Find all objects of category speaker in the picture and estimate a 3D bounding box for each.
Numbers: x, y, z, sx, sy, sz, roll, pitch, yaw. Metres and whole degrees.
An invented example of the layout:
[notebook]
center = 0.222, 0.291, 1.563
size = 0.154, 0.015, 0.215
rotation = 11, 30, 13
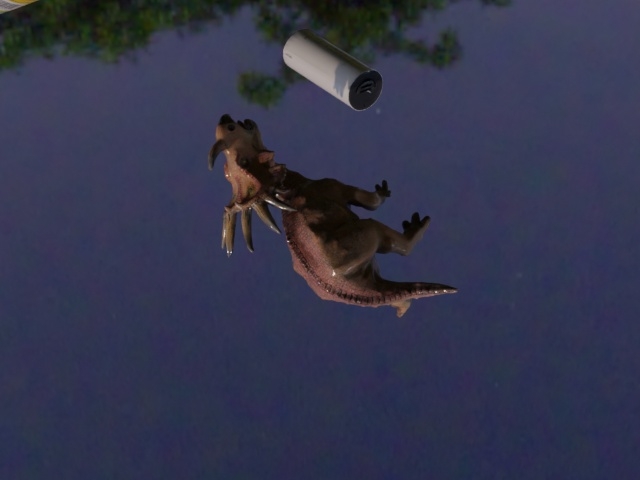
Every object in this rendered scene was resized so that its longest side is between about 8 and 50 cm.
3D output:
[speaker]
center = 0.015, -0.211, 1.469
size = 0.055, 0.055, 0.136
rotation = -29, -135, -26

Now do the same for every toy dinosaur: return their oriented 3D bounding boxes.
[toy dinosaur]
center = 0.000, 0.000, 1.284
size = 0.200, 0.127, 0.296
rotation = -1, -142, -48

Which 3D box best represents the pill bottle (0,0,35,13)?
[pill bottle]
center = -0.293, -0.338, 1.287
size = 0.246, 0.136, 0.136
rotation = -11, -144, 32
